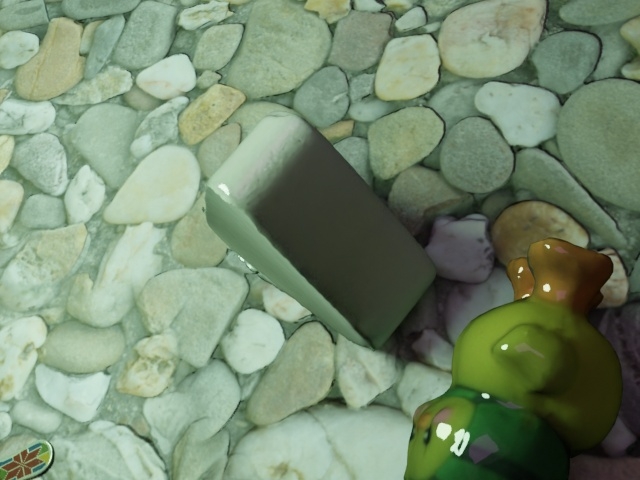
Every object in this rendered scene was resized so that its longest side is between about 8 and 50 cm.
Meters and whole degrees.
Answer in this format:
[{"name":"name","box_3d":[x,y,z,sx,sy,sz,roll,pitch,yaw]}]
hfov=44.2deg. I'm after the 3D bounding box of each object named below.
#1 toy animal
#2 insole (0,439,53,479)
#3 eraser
[{"name":"toy animal","box_3d":[0.229,0.182,0.889,0.191,0.216,0.338,30,76,0]},{"name":"insole","box_3d":[-0.466,0.342,1.123,0.194,0.006,0.065,-27,59,2]},{"name":"eraser","box_3d":[0.000,0.000,1.045,0.331,0.331,0.150,35,76,29]}]
